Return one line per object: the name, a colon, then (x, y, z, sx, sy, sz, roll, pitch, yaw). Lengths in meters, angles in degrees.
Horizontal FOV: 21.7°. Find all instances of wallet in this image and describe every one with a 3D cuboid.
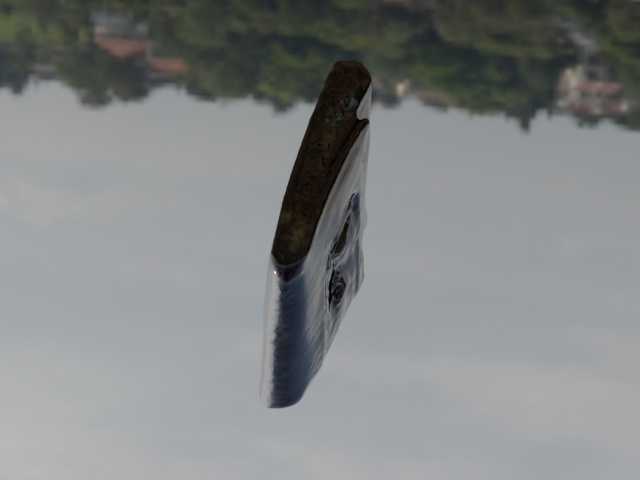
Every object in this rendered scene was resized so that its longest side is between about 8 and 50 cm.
wallet: (0.000, 0.000, 1.171, 0.049, 0.182, 0.229, 17, 152, 9)
